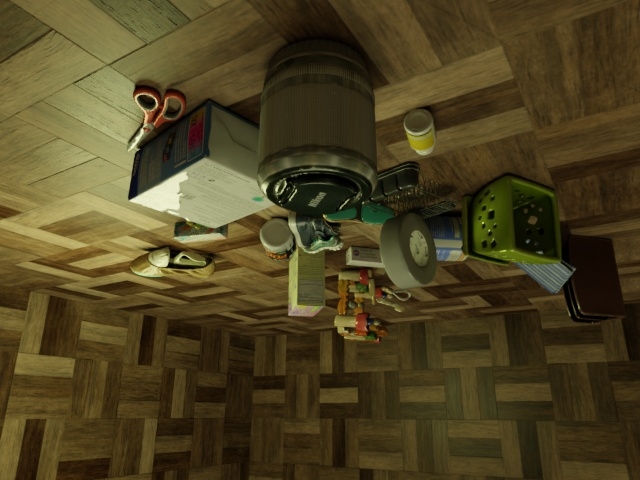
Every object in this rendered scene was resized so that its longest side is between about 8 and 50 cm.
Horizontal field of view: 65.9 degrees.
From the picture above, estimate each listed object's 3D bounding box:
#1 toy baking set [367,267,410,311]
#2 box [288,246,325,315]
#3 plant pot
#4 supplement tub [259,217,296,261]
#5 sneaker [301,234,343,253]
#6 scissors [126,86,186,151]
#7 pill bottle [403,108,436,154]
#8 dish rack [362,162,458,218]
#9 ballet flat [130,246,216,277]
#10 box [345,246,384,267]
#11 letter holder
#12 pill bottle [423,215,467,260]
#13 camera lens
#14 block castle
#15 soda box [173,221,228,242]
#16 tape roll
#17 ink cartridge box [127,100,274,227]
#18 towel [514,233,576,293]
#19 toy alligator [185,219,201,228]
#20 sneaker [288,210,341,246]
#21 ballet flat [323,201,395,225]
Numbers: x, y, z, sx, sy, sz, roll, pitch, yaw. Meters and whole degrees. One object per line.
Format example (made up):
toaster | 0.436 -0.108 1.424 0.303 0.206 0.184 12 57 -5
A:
toy baking set | 0.303 0.205 2.168 0.197 0.256 0.030 -7 -168 -12
box | -0.059 0.175 2.049 0.117 0.243 0.213 5 159 -12
plant pot | 0.553 -0.041 1.471 0.228 0.227 0.207 12 163 -31
supplement tub | -0.147 0.005 1.753 0.117 0.117 0.190 0 160 2
sneaker | 0.000 0.000 1.848 0.166 0.065 0.076 -10 142 18
scissors | -0.385 -0.262 1.139 0.109 0.021 0.297 7 158 -23
pill bottle | 0.230 -0.242 1.123 0.065 0.065 0.116 -6 159 18
dish rack | 0.264 -0.127 1.450 0.271 0.074 0.208 15 157 -41
ballet flat | -0.595 0.086 2.029 0.342 0.116 0.124 8 139 -23
box | 0.266 0.076 2.032 0.324 0.063 0.067 6 158 -15
letter holder | 0.988 0.149 1.871 0.214 0.301 0.152 6 160 -16
pill bottle | 0.351 -0.011 1.650 0.272 0.152 0.152 4 160 -7
camera lens | -0.006 -0.201 0.929 0.219 0.274 0.219 0 161 0
block castle | 0.225 0.325 2.393 0.213 0.303 0.453 2 161 16
soda box | -0.420 -0.033 1.737 0.183 0.058 0.063 -6 160 15
tape roll | 0.264 0.031 1.464 0.072 0.219 0.219 -15 155 37
ink cartridge box | -0.291 -0.158 1.241 0.395 0.151 0.270 -19 153 39
towel | 0.828 0.081 1.873 0.040 0.243 0.336 -45 156 -4
toy alligator | -0.424 -0.086 1.604 0.051 0.056 0.190 36 179 30
sneaker | -0.006 -0.034 1.687 0.163 0.086 0.226 -1 160 10
ballet flat | 0.120 -0.093 1.571 0.232 0.080 0.073 5 -172 -5
